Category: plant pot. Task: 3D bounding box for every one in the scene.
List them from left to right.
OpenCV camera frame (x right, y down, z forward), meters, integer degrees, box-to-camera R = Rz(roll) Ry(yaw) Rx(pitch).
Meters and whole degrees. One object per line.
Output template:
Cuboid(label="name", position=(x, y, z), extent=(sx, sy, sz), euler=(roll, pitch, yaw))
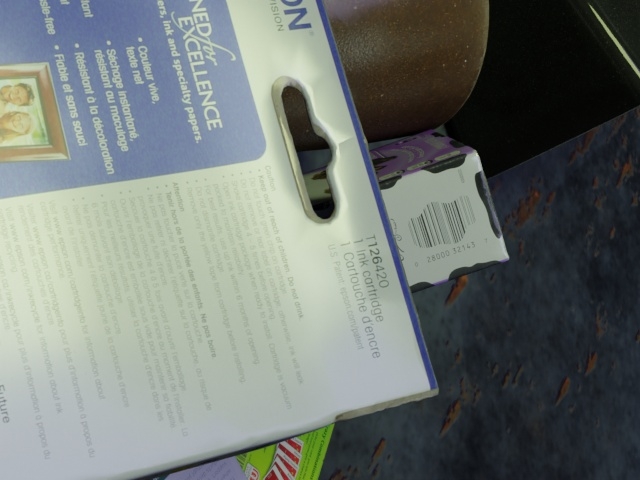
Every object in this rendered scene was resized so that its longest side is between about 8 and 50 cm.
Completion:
Cuboid(label="plant pot", position=(-0.050, -0.140, 1.107), extent=(0.230, 0.215, 0.215), euler=(-21, 98, -35))
Cuboid(label="plant pot", position=(0.186, -0.184, 1.401), extent=(0.167, 0.187, 0.188), euler=(56, 44, -8))

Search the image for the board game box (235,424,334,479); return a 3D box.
Cuboid(label="board game box", position=(-0.030, 0.093, 1.181), extent=(0.092, 0.043, 0.181), euler=(43, 52, -36))

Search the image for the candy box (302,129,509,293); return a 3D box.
Cuboid(label="candy box", position=(0.000, 0.000, 1.077), extent=(0.165, 0.196, 0.070), euler=(-125, -163, -80))

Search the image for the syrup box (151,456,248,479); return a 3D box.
Cuboid(label="syrup box", position=(-0.142, 0.085, 1.012), extent=(0.096, 0.093, 0.237), euler=(-42, 114, -45))

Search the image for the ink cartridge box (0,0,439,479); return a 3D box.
Cuboid(label="ink cartridge box", position=(-0.113, -0.024, 0.930), extent=(0.307, 0.072, 0.304), euler=(-10, 81, -37))
